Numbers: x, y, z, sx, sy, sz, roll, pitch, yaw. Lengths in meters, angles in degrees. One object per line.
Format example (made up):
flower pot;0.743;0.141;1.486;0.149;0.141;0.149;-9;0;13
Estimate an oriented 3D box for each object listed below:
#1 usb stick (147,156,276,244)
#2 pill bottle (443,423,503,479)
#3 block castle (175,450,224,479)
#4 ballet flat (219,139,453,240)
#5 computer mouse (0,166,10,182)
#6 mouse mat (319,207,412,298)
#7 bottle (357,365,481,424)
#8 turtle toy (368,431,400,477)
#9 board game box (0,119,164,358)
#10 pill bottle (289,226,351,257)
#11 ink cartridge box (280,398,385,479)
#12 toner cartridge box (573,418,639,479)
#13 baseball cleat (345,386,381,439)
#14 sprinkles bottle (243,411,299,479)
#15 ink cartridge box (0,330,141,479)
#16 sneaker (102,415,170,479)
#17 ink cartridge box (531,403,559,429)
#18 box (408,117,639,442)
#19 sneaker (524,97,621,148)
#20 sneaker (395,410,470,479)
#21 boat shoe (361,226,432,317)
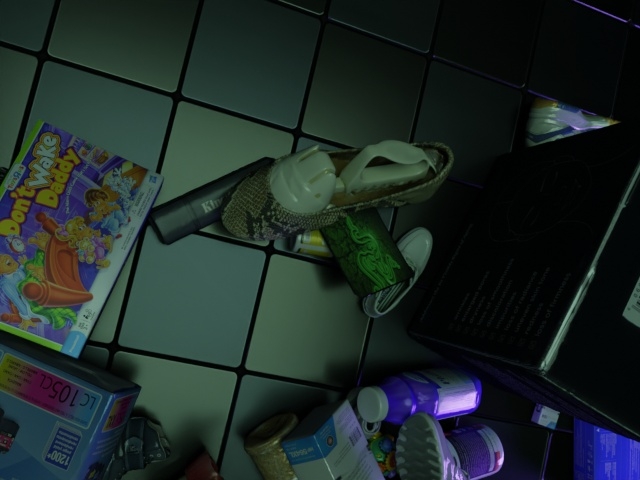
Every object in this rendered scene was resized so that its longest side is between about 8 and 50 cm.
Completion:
usb stick;-0.201;-0.080;1.223;0.278;0.045;0.077;-27;96;-15
pill bottle;0.277;0.453;1.303;0.193;0.108;0.108;-2;90;-32
block castle;-0.119;0.620;1.106;0.213;0.303;0.453;-30;99;-16
ballet flat;0.048;-0.124;1.197;0.482;0.182;0.164;-13;74;-24
computer mouse;-0.549;-0.033;1.123;0.106;0.042;0.193;7;82;-21
mouse mat;0.089;0.015;1.258;0.152;0.007;0.190;-19;73;-32
bottle;0.198;0.312;1.256;0.283;0.118;0.092;3;96;-38
turtle toy;0.140;0.453;1.299;0.130;0.066;0.095;32;71;-39
board game box;-0.451;0.000;1.077;0.233;0.078;0.347;24;72;-12
pill bottle;0.000;0.000;1.271;0.116;0.065;0.065;9;87;-16
ink cartridge box;0.032;0.425;1.167;0.086;0.148;0.203;-24;91;29
toner cartridge box;0.684;0.429;1.464;0.165;0.075;0.348;1;89;-17
baseball cleat;0.064;0.401;1.262;0.072;0.109;0.206;13;88;-21
sprinkles bottle;-0.017;0.518;1.230;0.121;0.121;0.355;-30;98;-15
ink cartridge box;-0.509;0.381;1.033;0.270;0.151;0.395;21;85;7
sneaker;-0.360;0.434;1.148;0.163;0.086;0.226;2;88;-14
ink cartridge box;0.525;0.386;1.441;0.048;0.028;0.083;23;83;-15
box;0.476;0.067;1.200;0.297;0.472;0.480;32;81;-15
sneaker;0.599;-0.233;1.446;0.296;0.112;0.131;12;103;-15
sneaker;0.225;0.448;1.186;0.115;0.105;0.281;-23;101;-46
boat shoe;0.176;0.071;1.317;0.083;0.076;0.226;35;80;-14
